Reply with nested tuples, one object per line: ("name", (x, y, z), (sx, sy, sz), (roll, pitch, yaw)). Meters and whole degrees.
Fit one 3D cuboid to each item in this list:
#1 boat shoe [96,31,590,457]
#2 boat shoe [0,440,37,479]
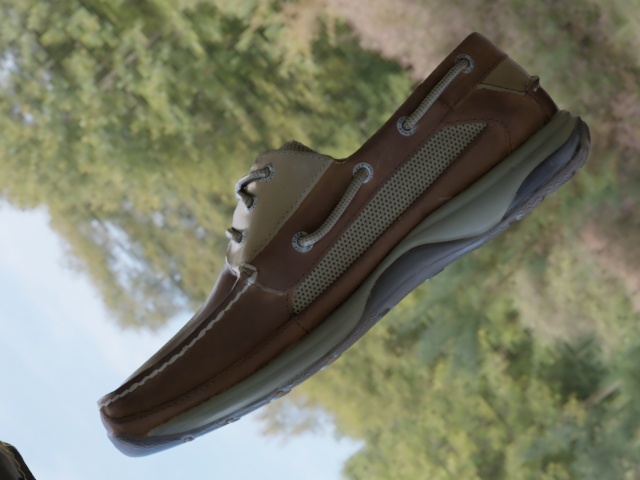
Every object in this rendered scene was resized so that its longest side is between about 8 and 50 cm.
("boat shoe", (0.000, 0.000, 0.813), (0.116, 0.324, 0.123), (53, 170, 1))
("boat shoe", (-0.113, 0.231, 0.660), (0.096, 0.112, 0.335), (-2, -132, -27))
